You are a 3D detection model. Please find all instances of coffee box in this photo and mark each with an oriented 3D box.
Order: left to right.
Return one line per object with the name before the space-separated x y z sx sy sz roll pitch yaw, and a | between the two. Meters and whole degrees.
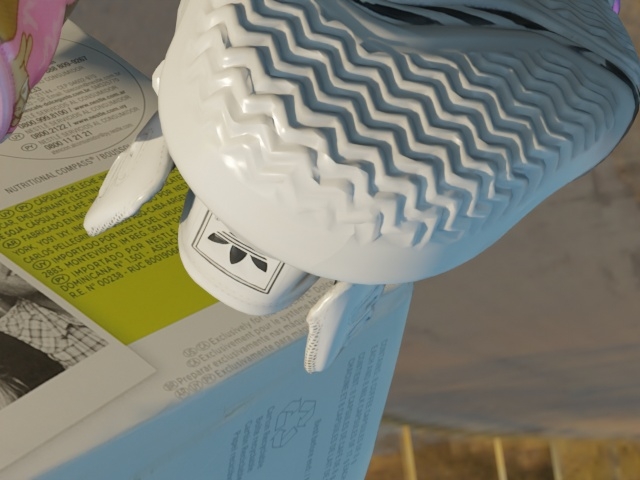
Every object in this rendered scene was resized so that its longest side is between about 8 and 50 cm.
coffee box | -0.203 0.114 0.904 0.338 0.334 0.337 -27 142 -39

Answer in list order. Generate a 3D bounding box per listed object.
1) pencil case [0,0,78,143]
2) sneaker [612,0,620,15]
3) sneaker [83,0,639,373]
pencil case | -0.102 -0.213 0.615 0.160 0.386 0.167 13 153 30
sneaker | 0.229 -0.217 1.302 0.170 0.071 0.068 -44 159 -22
sneaker | 0.001 -0.030 0.558 0.210 0.137 0.366 -57 -176 26
